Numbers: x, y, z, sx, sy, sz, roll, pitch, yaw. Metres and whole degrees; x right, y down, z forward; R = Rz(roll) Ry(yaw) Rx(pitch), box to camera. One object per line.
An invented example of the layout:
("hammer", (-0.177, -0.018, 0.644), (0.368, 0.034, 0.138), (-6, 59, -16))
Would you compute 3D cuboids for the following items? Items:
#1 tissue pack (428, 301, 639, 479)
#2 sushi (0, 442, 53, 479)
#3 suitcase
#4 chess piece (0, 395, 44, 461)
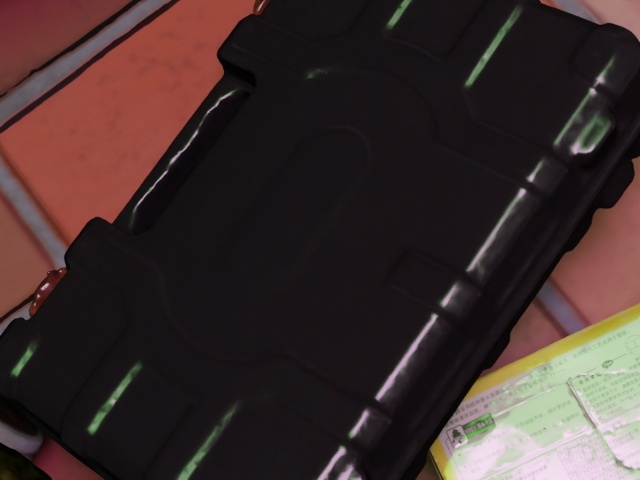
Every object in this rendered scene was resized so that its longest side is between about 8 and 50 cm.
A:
("tissue pack", (0.140, 0.087, 0.662), (0.176, 0.062, 0.095), (-26, 70, -1))
("sushi", (-0.265, 0.181, 0.594), (0.352, 0.178, 0.294), (31, 100, 14))
("suitcase", (0.000, 0.000, 0.668), (0.206, 0.066, 0.285), (29, 78, 34))
("chess piece", (-0.187, 0.111, 0.693), (0.067, 0.067, 0.103), (42, 92, 15))
